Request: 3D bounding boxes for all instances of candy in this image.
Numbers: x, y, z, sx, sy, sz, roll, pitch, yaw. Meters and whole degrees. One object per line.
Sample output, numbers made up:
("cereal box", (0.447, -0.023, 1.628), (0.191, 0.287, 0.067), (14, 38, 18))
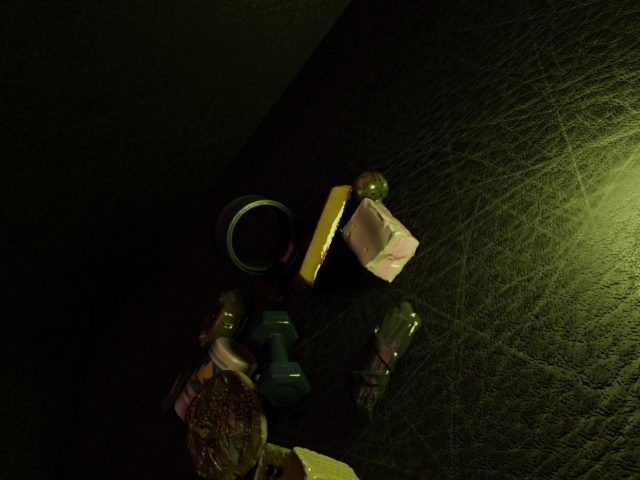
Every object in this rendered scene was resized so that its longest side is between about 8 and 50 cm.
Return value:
("candy", (0.167, -0.008, 1.675), (0.155, 0.115, 0.265), (-53, 27, 11))

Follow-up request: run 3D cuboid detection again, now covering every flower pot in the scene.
("flower pot", (-0.532, 0.606, 2.253), (0.229, 0.108, 0.103), (-58, 28, 4))

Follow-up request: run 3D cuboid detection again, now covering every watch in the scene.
("watch", (-0.229, 0.013, 2.095), (0.335, 0.327, 0.314), (-61, 27, -3))

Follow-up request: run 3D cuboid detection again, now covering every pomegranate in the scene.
("pomegranate", (0.164, -0.165, 1.837), (0.130, 0.130, 0.130), (-40, 32, 33))

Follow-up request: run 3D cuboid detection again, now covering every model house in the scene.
("model house", (-0.027, 0.589, 1.324), (0.234, 0.193, 0.175), (-12, 52, 52))

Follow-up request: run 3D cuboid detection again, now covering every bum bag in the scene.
("bum bag", (0.146, 0.301, 1.439), (0.142, 0.079, 0.326), (17, 77, 59))

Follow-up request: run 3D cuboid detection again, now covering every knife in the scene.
("knife", (-0.353, 0.408, 2.252), (0.247, 0.018, 0.035), (-58, 29, 8))

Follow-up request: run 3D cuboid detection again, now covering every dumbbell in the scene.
("dumbbell", (-0.132, 0.367, 1.774), (0.144, 0.160, 0.325), (-24, 33, 4))

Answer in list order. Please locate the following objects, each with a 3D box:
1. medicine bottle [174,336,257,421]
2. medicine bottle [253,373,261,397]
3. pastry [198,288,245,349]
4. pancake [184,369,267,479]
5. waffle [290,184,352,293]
("medicine bottle", (-0.370, 0.505, 2.000), (0.291, 0.178, 0.178), (-55, 27, 5))
("medicine bottle", (-0.224, 0.539, 1.860), (0.051, 0.051, 0.191), (-13, 51, 55))
("pastry", (-0.402, 0.320, 2.285), (0.236, 0.120, 0.257), (-47, 23, 37))
("pancake", (-0.307, 0.593, 1.804), (0.356, 0.065, 0.356), (-12, 69, 34))
("waffle", (0.000, 0.001, 1.858), (0.304, 0.077, 0.348), (118, 174, -77))
